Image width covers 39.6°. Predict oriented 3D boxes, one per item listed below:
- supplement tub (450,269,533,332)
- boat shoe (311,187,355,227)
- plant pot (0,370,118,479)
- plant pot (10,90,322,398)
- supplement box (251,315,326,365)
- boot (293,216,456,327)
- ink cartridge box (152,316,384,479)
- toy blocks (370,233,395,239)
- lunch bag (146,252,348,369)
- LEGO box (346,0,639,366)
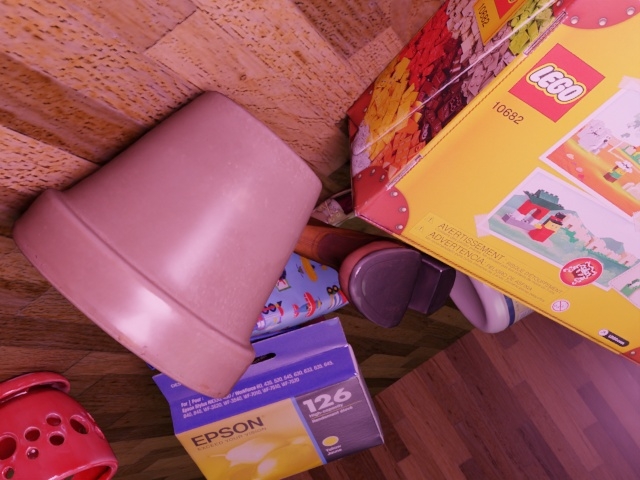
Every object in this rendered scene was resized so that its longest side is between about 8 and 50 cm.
[{"bbox_3d":[0.421,0.018,1.826,0.325,0.235,0.235,-29,162,-10],"label":"supplement tub"},{"bbox_3d":[0.018,-0.044,1.301,0.135,0.050,0.045,-34,162,-29],"label":"boat shoe"},{"bbox_3d":[-0.406,0.290,1.250,0.191,0.174,0.191,-29,162,-10],"label":"plant pot"},{"bbox_3d":[-0.122,-0.013,0.867,0.229,0.263,0.263,-49,162,-3],"label":"plant pot"},{"bbox_3d":[-0.055,0.232,1.628,0.191,0.194,0.129,-30,172,-8],"label":"supplement box"},{"bbox_3d":[0.000,0.000,1.078,0.264,0.281,0.096,-8,119,-61],"label":"boot"},{"bbox_3d":[-0.071,0.279,1.430,0.304,0.072,0.307,-18,138,3],"label":"ink cartridge box"},{"bbox_3d":[0.088,0.028,1.591,0.123,0.054,0.148,-20,158,-32],"label":"toy blocks"},{"bbox_3d":[-0.126,0.107,1.353,0.221,0.138,0.293,-14,163,-44],"label":"lunch bag"},{"bbox_3d":[0.337,-0.099,1.027,0.500,0.193,0.372,27,128,-25],"label":"LEGO box"}]
